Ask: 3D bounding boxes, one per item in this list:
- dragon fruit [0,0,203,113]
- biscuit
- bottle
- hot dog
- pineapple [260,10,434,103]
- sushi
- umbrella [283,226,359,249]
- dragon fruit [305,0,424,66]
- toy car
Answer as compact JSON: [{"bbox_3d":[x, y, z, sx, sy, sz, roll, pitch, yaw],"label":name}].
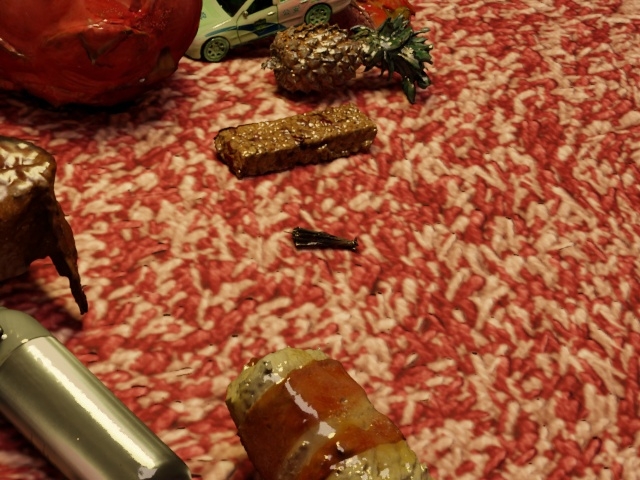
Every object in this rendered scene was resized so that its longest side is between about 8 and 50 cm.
[{"bbox_3d":[-0.276,-0.292,1.823,0.296,0.301,0.295,-4,46,5],"label":"dragon fruit"},{"bbox_3d":[-0.026,-0.114,1.865,0.199,0.034,0.064,-15,44,-35],"label":"biscuit"},{"bbox_3d":[-0.213,0.143,1.384,0.079,0.096,0.254,-43,59,-12],"label":"bottle"},{"bbox_3d":[0.005,0.180,1.416,0.146,0.103,0.213,5,39,-52],"label":"hot dog"},{"bbox_3d":[0.033,-0.215,1.985,0.221,0.083,0.103,-7,62,-24],"label":"pineapple"},{"bbox_3d":[-0.354,-0.032,1.540,0.296,0.179,0.167,7,52,-6],"label":"sushi"},{"bbox_3d":[0.000,-0.002,1.734,0.083,0.020,0.031,4,-3,-16],"label":"umbrella"},{"bbox_3d":[0.064,-0.294,2.098,0.147,0.096,0.102,26,33,13],"label":"dragon fruit"},{"bbox_3d":[-0.077,-0.292,2.021,0.224,0.076,0.090,-20,47,-14],"label":"toy car"}]
